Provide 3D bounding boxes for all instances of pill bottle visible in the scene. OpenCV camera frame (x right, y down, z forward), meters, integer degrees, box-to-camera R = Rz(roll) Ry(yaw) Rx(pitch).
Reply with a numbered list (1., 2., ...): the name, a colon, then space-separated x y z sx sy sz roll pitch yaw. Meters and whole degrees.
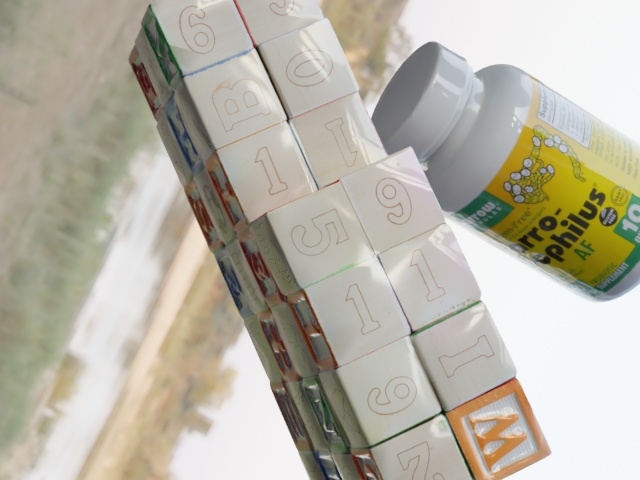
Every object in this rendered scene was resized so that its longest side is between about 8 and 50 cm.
1. pill bottle: 0.141 -0.051 1.118 0.117 0.208 0.117 -50 -160 27

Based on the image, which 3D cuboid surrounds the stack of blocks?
1. stack of blocks: 0.000 0.000 0.867 0.087 0.297 0.171 -24 178 -15
